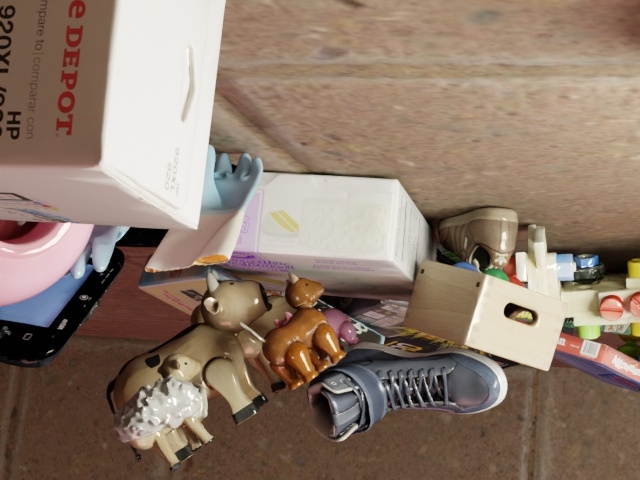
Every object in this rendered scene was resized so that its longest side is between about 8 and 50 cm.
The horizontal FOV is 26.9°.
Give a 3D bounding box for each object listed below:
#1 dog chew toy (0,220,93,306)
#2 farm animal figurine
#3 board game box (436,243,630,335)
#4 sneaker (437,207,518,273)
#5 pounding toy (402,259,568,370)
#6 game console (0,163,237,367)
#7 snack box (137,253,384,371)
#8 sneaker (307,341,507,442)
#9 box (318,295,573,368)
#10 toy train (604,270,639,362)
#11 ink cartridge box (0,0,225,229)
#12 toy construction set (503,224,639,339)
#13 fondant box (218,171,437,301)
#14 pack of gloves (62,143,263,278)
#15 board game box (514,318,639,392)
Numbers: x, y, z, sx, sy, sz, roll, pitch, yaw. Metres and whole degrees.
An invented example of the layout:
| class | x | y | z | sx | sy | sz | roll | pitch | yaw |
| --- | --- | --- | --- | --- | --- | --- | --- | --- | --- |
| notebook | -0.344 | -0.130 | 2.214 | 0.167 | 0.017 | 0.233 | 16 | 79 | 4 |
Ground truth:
| class | x | y | z | sx | sy | sz | roll | pitch | yaw |
| --- | --- | --- | --- | --- | --- | --- | --- | --- | --- |
| dog chew toy | -0.347 | -0.047 | 1.254 | 0.206 | 0.207 | 0.331 | 12 | 176 | -35 |
| farm animal figurine | -0.119 | 0.132 | 1.636 | 0.326 | 0.172 | 0.330 | -33 | 177 | -11 |
| board game box | 0.284 | 0.066 | 1.810 | 0.259 | 0.030 | 0.136 | 8 | -149 | -20 |
| sneaker | 0.183 | 0.008 | 1.615 | 0.066 | 0.071 | 0.188 | 7 | 170 | -10 |
| pounding toy | 0.191 | 0.082 | 1.577 | 0.181 | 0.094 | 0.206 | 19 | 177 | -31 |
| game console | -0.228 | 0.015 | 1.336 | 0.213 | 0.044 | 0.361 | 0 | -150 | 17 |
| snack box | -0.085 | 0.104 | 1.953 | 0.322 | 0.060 | 0.187 | 31 | 156 | -32 |
| sneaker | 0.091 | 0.184 | 1.574 | 0.226 | 0.086 | 0.163 | 1 | -164 | 34 |
| box | 0.157 | 0.125 | 2.083 | 0.318 | 0.097 | 0.395 | 18 | 161 | -20 |
| toy train | 0.443 | 0.120 | 1.913 | 0.105 | 0.143 | 0.248 | 9 | 170 | -17 |
| ink cartridge box | -0.200 | -0.109 | 0.847 | 0.232 | 0.171 | 0.168 | 2 | 170 | 15 |
| toy construction set | 0.384 | 0.070 | 1.639 | 0.327 | 0.151 | 0.215 | 11 | -164 | 10 |
| fondant box | 0.000 | 0.000 | 1.603 | 0.238 | 0.096 | 0.330 | 4 | 169 | 13 |
| pack of gloves | -0.164 | -0.040 | 1.311 | 0.195 | 0.046 | 0.232 | -7 | -153 | 12 |
| board game box | 0.377 | 0.165 | 1.774 | 0.145 | 0.027 | 0.281 | 16 | 174 | 41 |
